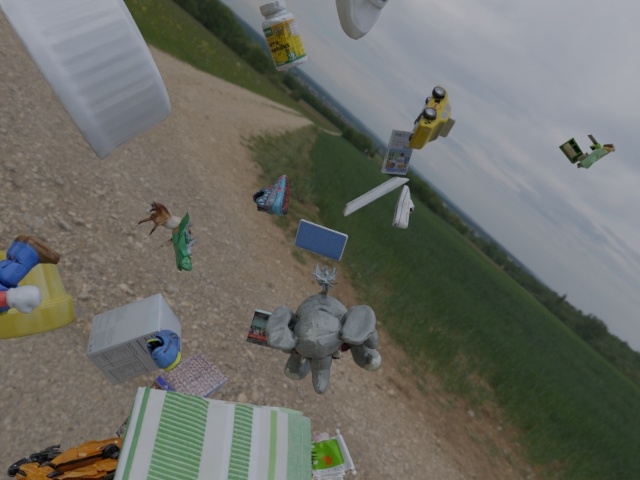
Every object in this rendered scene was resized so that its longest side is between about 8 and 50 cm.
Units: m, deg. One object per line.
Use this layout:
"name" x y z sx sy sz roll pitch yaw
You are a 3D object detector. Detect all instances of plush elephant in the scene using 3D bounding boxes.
"plush elephant" 0.005 0.244 1.100 0.272 0.329 0.255 -3 14 10

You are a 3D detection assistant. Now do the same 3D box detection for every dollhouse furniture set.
"dollhouse furniture set" 0.634 -0.219 1.074 0.058 0.076 0.152 54 16 -1

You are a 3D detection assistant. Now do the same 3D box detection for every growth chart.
"growth chart" -0.032 0.551 1.102 0.238 0.021 0.172 -8 25 -23

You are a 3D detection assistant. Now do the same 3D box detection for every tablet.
"tablet" 0.000 0.000 0.742 0.083 0.054 0.006 20 32 6

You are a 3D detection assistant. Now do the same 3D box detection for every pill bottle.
"pill bottle" -0.130 -0.702 1.524 0.117 0.118 0.208 -114 -177 -64

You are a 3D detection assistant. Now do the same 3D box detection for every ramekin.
"ramekin" -0.341 -0.273 0.660 0.277 0.135 0.277 52 -16 22

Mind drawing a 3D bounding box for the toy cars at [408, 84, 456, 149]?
"toy cars" 0.310 -0.325 1.236 0.087 0.176 0.393 26 15 3

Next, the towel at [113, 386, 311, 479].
"towel" -0.167 0.385 0.741 0.325 0.038 0.247 17 45 -19

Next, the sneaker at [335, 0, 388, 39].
"sneaker" 0.128 -0.562 0.896 0.114 0.304 0.152 8 21 -41

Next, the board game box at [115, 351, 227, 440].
"board game box" -0.497 0.557 1.510 0.141 0.291 0.232 42 16 11

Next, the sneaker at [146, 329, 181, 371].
"sneaker" -0.430 0.275 1.206 0.082 0.069 0.209 54 -12 -23

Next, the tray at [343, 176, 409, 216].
"tray" 0.200 -0.174 1.691 0.030 0.271 0.145 60 5 -7

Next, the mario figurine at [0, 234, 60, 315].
"mario figurine" -0.699 0.149 0.964 0.170 0.320 0.198 34 -27 -5

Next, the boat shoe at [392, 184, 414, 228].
"boat shoe" 0.173 -0.067 0.910 0.035 0.100 0.035 18 -30 -2

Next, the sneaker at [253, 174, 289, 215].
"sneaker" -0.176 -0.169 1.585 0.125 0.104 0.261 0 22 -2

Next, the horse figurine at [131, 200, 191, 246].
"horse figurine" -0.614 -0.053 1.785 0.263 0.174 0.066 35 19 -45

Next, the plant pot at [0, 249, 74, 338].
"plant pot" -0.890 0.146 1.333 0.254 0.238 0.254 -4 6 0

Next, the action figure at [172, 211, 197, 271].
"action figure" -0.423 0.023 1.393 0.064 0.137 0.232 13 28 -25

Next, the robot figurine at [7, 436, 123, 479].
"robot figurine" -0.581 0.564 1.072 0.211 0.084 0.291 13 2 36

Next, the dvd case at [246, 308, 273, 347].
"dvd case" -0.165 0.263 1.322 0.087 0.119 0.013 15 27 -6

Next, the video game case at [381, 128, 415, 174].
"video game case" 0.219 -0.244 1.239 0.087 0.121 0.011 -2 26 -32

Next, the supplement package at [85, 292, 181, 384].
"supplement package" -0.685 0.368 1.670 0.199 0.263 0.198 -113 -175 -51
